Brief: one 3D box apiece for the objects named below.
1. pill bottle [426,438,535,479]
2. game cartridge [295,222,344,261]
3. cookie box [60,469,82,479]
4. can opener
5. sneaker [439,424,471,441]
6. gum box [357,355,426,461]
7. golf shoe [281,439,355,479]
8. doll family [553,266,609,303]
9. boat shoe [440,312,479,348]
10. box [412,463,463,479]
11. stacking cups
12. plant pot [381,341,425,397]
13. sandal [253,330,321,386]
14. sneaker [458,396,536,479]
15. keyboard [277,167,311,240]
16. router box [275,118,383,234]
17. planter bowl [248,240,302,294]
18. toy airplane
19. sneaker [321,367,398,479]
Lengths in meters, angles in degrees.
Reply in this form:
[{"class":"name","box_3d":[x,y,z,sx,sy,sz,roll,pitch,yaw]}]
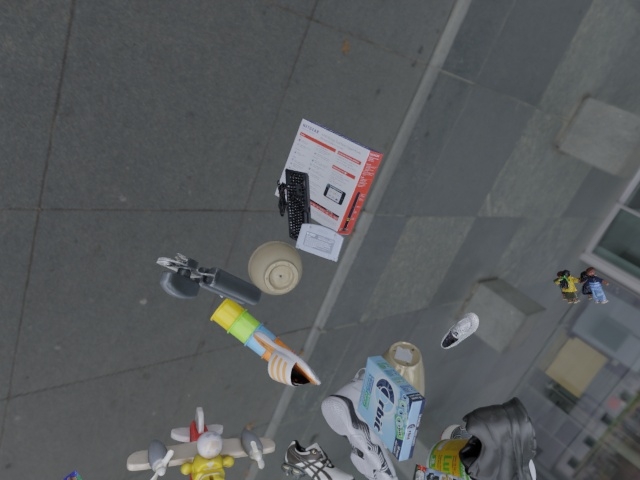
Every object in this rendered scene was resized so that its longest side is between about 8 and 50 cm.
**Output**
[{"class":"pill bottle","box_3d":[0.374,0.539,1.188,0.137,0.136,0.246,-24,172,-32]},{"class":"game cartridge","box_3d":[0.000,0.000,0.929,0.017,0.084,0.055,-29,137,-71]},{"class":"cookie box","box_3d":[-0.653,0.662,1.301,0.040,0.091,0.107,-35,177,9]},{"class":"can opener","box_3d":[-0.245,0.099,1.112,0.280,0.074,0.093,29,68,-50]},{"class":"sneaker","box_3d":[0.416,0.646,1.487,0.112,0.120,0.299,-20,-177,24]},{"class":"gum box","box_3d":[0.159,0.383,1.170,0.041,0.184,0.156,0,110,-28]},{"class":"golf shoe","box_3d":[-0.002,0.581,1.313,0.077,0.198,0.093,51,50,-71]},{"class":"doll family","box_3d":[0.786,0.131,1.530,0.076,0.193,0.111,-20,95,-36]},{"class":"boat shoe","box_3d":[0.483,0.320,1.770,0.063,0.066,0.184,-22,158,-41]},{"class":"box","box_3d":[0.213,0.510,0.961,0.027,0.094,0.136,75,31,-54]},{"class":"stacking cups","box_3d":[-0.171,0.292,1.496,0.096,0.316,0.096,-53,179,-2]},{"class":"plant pot","box_3d":[0.319,0.547,2.049,0.257,0.256,0.273,-25,138,-31]},{"class":"sandal","box_3d":[-0.102,0.316,1.276,0.076,0.265,0.101,-47,128,-20]},{"class":"sneaker","box_3d":[0.325,0.424,0.930,0.130,0.109,0.285,-9,100,4]},{"class":"keyboard","box_3d":[-0.072,-0.083,1.270,0.038,0.100,0.191,-30,126,-46]},{"class":"router box","box_3d":[0.019,-0.226,1.767,0.082,0.336,0.300,2,116,-50]},{"class":"planter bowl","box_3d":[-0.123,0.092,1.467,0.162,0.109,0.161,-4,106,-15]},{"class":"toy airplane","box_3d":[-0.394,0.732,1.739,0.386,0.385,0.272,-42,156,-53]},{"class":"sneaker","box_3d":[0.170,0.587,1.597,0.210,0.137,0.365,-40,102,-36]}]
